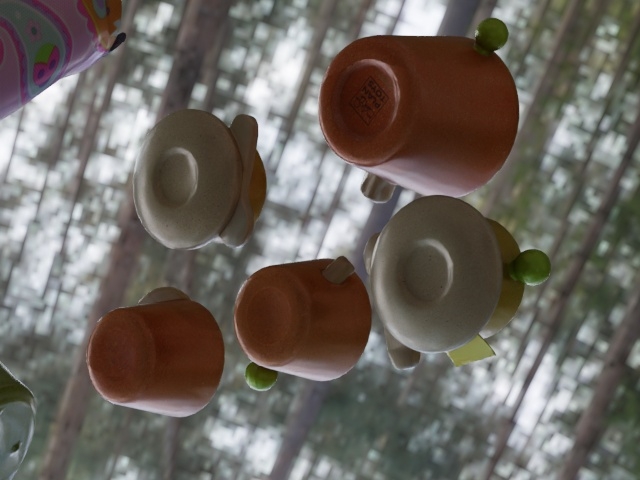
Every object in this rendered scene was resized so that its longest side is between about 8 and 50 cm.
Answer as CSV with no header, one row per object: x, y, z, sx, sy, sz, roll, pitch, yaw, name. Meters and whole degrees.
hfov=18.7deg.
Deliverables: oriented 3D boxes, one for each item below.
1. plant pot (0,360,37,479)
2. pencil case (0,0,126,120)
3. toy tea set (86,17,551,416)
-0.439,0.114,1.610,0.353,0.366,0.366,38,-142,16,plant pot
-0.200,-0.070,0.810,0.124,0.124,0.284,30,-141,13,pencil case
0.000,0.000,1.165,0.124,0.336,0.200,6,-109,-51,toy tea set
